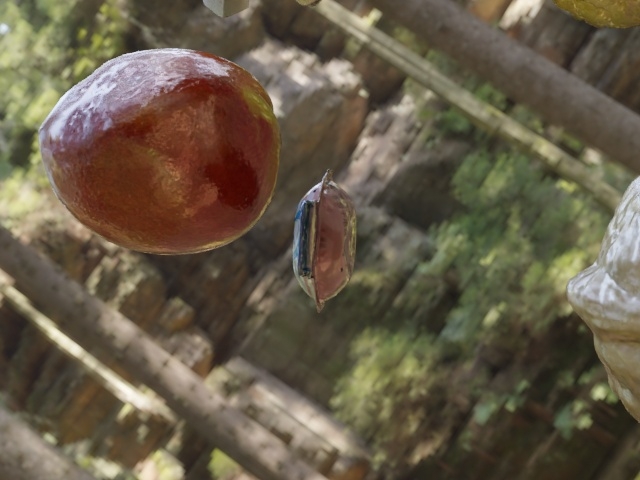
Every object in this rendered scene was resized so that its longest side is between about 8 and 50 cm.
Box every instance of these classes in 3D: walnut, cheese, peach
[{"bbox_3d":[0.471,0.071,1.553,0.381,0.381,0.381,-52,-13,-17],"label":"walnut"},{"bbox_3d":[0.000,0.000,1.678,0.286,0.074,0.188,-1,-87,-81],"label":"cheese"},{"bbox_3d":[-0.224,-0.123,1.817,0.308,0.332,0.307,-177,90,-83],"label":"peach"}]

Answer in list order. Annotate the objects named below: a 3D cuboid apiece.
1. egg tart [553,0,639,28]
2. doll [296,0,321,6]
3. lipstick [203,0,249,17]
[{"bbox_3d":[0.236,-0.257,1.077,0.252,0.232,0.098,51,-131,-40],"label":"egg tart"},{"bbox_3d":[-0.056,-0.517,2.168,0.175,0.278,0.149,-40,30,-6],"label":"doll"},{"bbox_3d":[-0.160,-0.548,2.313,0.068,0.066,0.317,-31,-34,-33],"label":"lipstick"}]
